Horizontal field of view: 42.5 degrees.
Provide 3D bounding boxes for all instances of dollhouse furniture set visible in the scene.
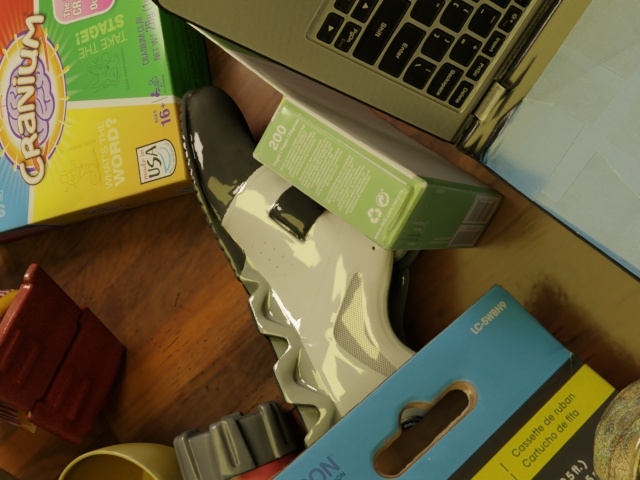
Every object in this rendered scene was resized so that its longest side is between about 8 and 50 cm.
[{"bbox_3d":[-0.352,0.207,0.723,0.201,0.152,0.374,0,55,27],"label":"dollhouse furniture set"}]

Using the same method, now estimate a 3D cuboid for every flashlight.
[{"bbox_3d":[-0.030,0.291,0.679,0.103,0.103,0.304,-29,77,51],"label":"flashlight"}]

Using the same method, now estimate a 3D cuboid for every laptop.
[{"bbox_3d":[0.184,-0.182,0.452,0.382,0.408,0.236,-58,33,20],"label":"laptop"}]

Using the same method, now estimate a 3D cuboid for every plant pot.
[{"bbox_3d":[-0.156,0.238,0.742,0.134,0.095,0.134,3,99,23],"label":"plant pot"}]

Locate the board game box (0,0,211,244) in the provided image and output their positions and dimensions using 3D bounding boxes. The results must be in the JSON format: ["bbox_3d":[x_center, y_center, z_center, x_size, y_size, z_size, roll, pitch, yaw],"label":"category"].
[{"bbox_3d":[-0.255,-0.138,0.813,0.317,0.064,0.242,-13,84,28],"label":"board game box"}]

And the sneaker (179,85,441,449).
[{"bbox_3d":[0.000,0.000,0.663,0.146,0.122,0.330,-29,76,7],"label":"sneaker"}]

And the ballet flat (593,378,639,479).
[{"bbox_3d":[0.318,0.079,0.466,0.349,0.123,0.123,-19,81,-3],"label":"ballet flat"}]

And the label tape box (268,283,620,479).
[{"bbox_3d":[0.147,0.225,0.504,0.334,0.241,0.106,44,152,21],"label":"label tape box"}]

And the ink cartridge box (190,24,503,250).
[{"bbox_3d":[0.008,-0.078,0.612,0.235,0.171,0.056,36,107,24],"label":"ink cartridge box"}]
